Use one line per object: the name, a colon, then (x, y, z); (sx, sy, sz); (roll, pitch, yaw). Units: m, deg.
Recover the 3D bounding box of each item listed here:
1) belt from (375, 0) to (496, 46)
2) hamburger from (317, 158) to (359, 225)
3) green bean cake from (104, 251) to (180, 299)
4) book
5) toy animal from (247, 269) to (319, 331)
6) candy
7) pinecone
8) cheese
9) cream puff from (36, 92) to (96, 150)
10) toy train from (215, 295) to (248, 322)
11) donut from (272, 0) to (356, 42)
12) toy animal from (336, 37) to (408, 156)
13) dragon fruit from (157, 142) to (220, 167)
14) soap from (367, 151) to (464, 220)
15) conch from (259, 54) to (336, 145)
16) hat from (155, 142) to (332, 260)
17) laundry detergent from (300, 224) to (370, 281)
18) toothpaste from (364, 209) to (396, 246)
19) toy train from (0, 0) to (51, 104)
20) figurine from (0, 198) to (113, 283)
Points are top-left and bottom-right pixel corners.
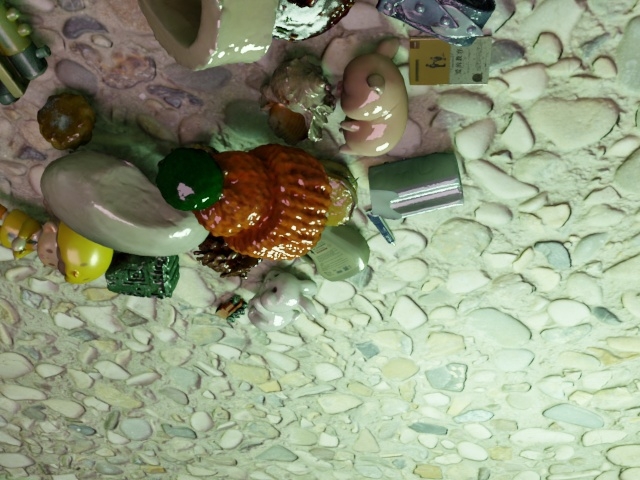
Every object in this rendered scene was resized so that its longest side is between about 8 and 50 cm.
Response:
belt: (0.219, -0.460, 1.544); (0.218, 0.122, 0.128); (24, 136, -6)
hamburger: (0.016, -0.122, 1.931); (0.185, 0.113, 0.177); (-26, 121, 20)
green bean cake: (-0.502, 0.069, 2.193); (0.208, 0.107, 0.193); (6, 137, 4)
book: (0.276, -0.384, 1.690); (0.172, 0.012, 0.118); (1, 134, 7)
toy animal: (-0.107, 0.176, 2.230); (0.178, 0.127, 0.193); (30, 131, -24)
candy: (-0.488, -0.074, 1.885); (0.386, 0.186, 0.427); (29, 170, -37)
pinecone: (-0.241, 0.020, 2.068); (0.195, 0.150, 0.179); (25, 162, -19)
cheese: (-0.212, -0.479, 1.425); (0.153, 0.332, 0.292); (-21, 157, -34)
cream puff: (-0.587, -0.273, 1.857); (0.146, 0.146, 0.116); (-1, 174, 9)
toy train: (-0.259, 0.201, 2.339); (0.064, 0.044, 0.103); (39, 129, -15)
donut: (-0.039, -0.495, 1.526); (0.235, 0.089, 0.235); (-14, 147, -9)
toy animal: (0.113, -0.291, 1.703); (0.154, 0.166, 0.250); (-4, 142, -1)
dragon fruit: (-0.300, -0.155, 1.902); (0.172, 0.166, 0.160); (6, 99, 30)
soap: (0.216, -0.129, 1.869); (0.230, 0.145, 0.091); (-12, 123, 13)
conch: (-0.057, -0.300, 1.721); (0.163, 0.178, 0.245); (2, 175, -38)
hat: (-0.183, -0.074, 1.716); (0.400, 0.285, 0.285); (-6, 150, -43)
laundry detergent: (0.000, 0.000, 2.062); (0.181, 0.091, 0.253); (-25, 127, 37)
toothpaste: (0.163, -0.032, 2.057); (0.037, 0.021, 0.140); (-19, 128, 26)
toy train: (-0.715, -0.456, 1.670); (0.237, 0.150, 0.369); (-15, 133, 14)
figurine: (-0.723, -0.006, 2.101); (0.344, 0.187, 0.215); (18, 144, -2)
